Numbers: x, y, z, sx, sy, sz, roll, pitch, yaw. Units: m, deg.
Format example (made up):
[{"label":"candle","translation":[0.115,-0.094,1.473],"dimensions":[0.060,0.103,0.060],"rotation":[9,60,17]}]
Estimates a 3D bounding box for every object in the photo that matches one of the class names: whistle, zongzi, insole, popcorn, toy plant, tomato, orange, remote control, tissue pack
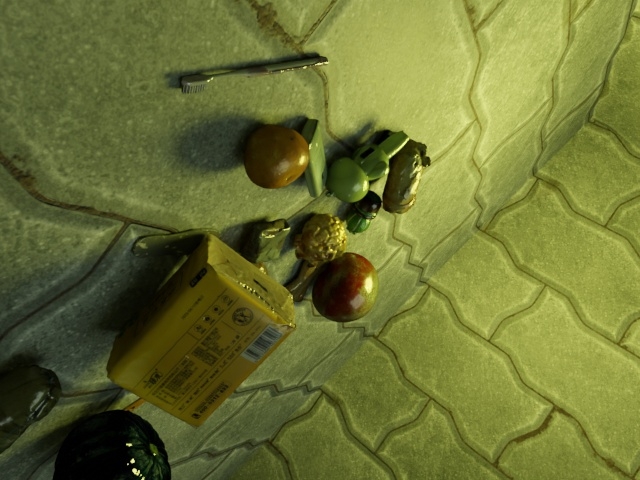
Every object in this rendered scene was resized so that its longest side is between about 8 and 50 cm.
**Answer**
[{"label":"whistle","translation":[0.135,-0.205,1.433],"dimensions":[0.293,0.141,0.141],"rotation":[-29,152,-18]},{"label":"zongzi","translation":[-0.695,0.402,1.133],"dimensions":[0.250,0.125,0.274],"rotation":[-29,155,-16]},{"label":"insole","translation":[-0.341,0.006,1.189],"dimensions":[0.247,0.011,0.081],"rotation":[-7,136,-54]},{"label":"popcorn","translation":[0.000,0.000,1.566],"dimensions":[0.180,0.179,0.170],"rotation":[75,25,-63]},{"label":"toy plant","translation":[0.142,-0.091,1.693],"dimensions":[0.092,0.093,0.162],"rotation":[-15,146,-48]},{"label":"tomato","translation":[0.107,0.185,1.855],"dimensions":[0.270,0.222,0.270],"rotation":[-50,-160,26]},{"label":"orange","translation":[-0.103,-0.191,1.119],"dimensions":[0.154,0.134,0.155],"rotation":[-30,175,-3]},{"label":"remote control","translation":[-0.017,-0.209,1.278],"dimensions":[0.234,0.038,0.098],"rotation":[75,31,-62]},{"label":"tissue pack","translation":[-0.289,0.226,1.236],"dimensions":[0.293,0.228,0.382],"rotation":[40,100,-24]}]

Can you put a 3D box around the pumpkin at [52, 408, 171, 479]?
[{"label":"pumpkin","translation":[-0.605,0.683,1.447],"dimensions":[0.266,0.364,0.363],"rotation":[-29,155,-1]}]

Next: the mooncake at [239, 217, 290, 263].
[{"label":"mooncake","translation":[-0.158,-0.005,1.383],"dimensions":[0.129,0.073,0.125],"rotation":[-15,140,-50]}]

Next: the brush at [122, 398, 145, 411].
[{"label":"brush","translation":[-0.546,0.500,1.657],"dimensions":[0.272,0.013,0.103],"rotation":[-33,153,-23]}]

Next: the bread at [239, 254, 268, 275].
[{"label":"bread","translation":[-0.245,0.151,1.439],"dimensions":[0.230,0.123,0.230],"rotation":[-38,157,-20]}]

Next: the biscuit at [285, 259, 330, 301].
[{"label":"biscuit","translation":[-0.062,0.145,1.802],"dimensions":[0.208,0.047,0.164],"rotation":[-51,154,14]}]

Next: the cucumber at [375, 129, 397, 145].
[{"label":"cucumber","translation":[0.156,-0.236,1.519],"dimensions":[0.245,0.067,0.067],"rotation":[-49,155,12]}]

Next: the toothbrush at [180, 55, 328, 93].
[{"label":"toothbrush","translation":[-0.119,-0.333,0.981],"dimensions":[0.353,0.024,0.029],"rotation":[-25,155,-36]}]

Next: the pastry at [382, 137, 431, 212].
[{"label":"pastry","translation":[0.275,-0.198,1.590],"dimensions":[0.257,0.120,0.236],"rotation":[-69,172,-57]}]
